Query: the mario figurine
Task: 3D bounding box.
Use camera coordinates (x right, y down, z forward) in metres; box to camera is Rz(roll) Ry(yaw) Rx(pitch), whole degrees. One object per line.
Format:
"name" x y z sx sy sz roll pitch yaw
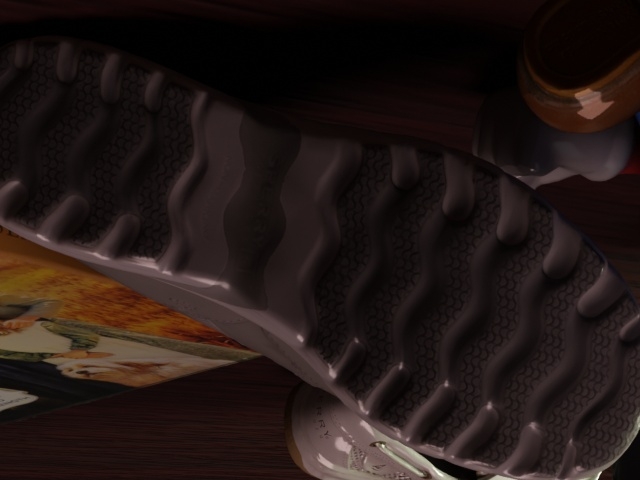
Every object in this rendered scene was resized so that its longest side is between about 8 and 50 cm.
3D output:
"mario figurine" 0.166 0.028 0.682 0.170 0.198 0.320 -16 151 18

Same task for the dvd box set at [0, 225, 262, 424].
"dvd box set" -0.239 0.018 0.793 0.307 0.062 0.420 -17 159 34

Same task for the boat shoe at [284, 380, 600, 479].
"boat shoe" 0.111 0.143 1.207 0.277 0.098 0.096 10 159 -35

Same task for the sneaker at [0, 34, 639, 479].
"sneaker" 0.000 0.000 0.663 0.281 0.105 0.115 28 178 1

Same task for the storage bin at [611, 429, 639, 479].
"storage bin" 0.245 0.125 1.145 0.091 0.135 0.098 6 164 6
